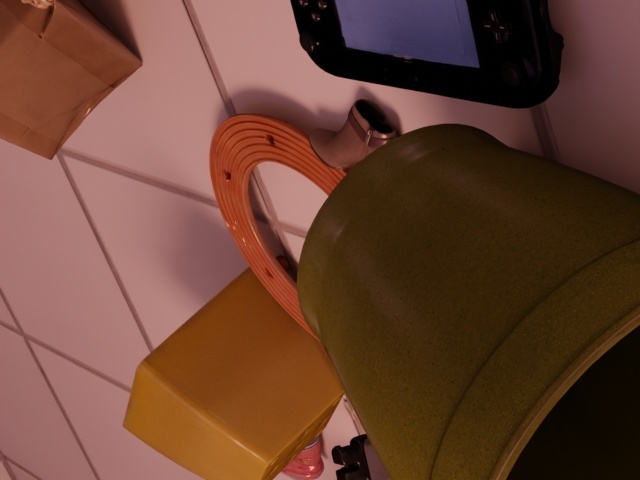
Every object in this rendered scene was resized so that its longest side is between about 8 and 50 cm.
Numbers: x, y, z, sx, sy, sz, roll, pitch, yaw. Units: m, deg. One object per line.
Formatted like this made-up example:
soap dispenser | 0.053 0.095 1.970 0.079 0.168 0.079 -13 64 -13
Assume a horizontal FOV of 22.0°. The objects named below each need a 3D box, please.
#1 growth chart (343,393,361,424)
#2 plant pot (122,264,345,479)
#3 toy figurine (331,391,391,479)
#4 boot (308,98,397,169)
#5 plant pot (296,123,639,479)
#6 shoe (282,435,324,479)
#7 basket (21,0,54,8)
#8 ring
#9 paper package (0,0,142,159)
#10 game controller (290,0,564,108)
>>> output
growth chart | 0.094 0.226 1.956 0.237 0.021 0.172 44 153 19
plant pot | -0.092 0.187 2.004 0.187 0.212 0.212 42 152 10
toy figurine | 0.119 0.233 1.740 0.213 0.148 0.209 96 153 -42
boot | 0.035 -0.104 1.624 0.118 0.042 0.087 36 143 27
plant pot | 0.168 0.083 1.346 0.353 0.366 0.366 45 156 43
shoe | -0.067 0.258 2.205 0.178 0.063 0.081 23 137 38
basket | -0.288 -0.399 1.563 0.299 0.223 0.213 36 150 31
ring | 0.000 0.000 1.812 0.336 0.032 0.336 38 149 28
paper package | -0.398 -0.276 1.829 0.325 0.168 0.309 45 -175 14
game controller | 0.075 -0.206 1.394 0.319 0.067 0.166 16 137 49
